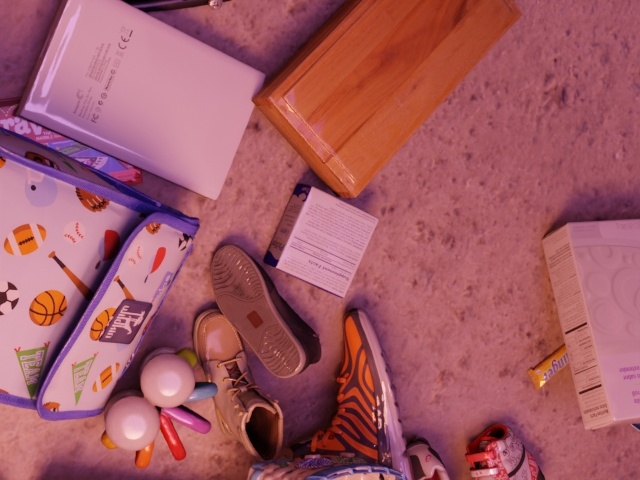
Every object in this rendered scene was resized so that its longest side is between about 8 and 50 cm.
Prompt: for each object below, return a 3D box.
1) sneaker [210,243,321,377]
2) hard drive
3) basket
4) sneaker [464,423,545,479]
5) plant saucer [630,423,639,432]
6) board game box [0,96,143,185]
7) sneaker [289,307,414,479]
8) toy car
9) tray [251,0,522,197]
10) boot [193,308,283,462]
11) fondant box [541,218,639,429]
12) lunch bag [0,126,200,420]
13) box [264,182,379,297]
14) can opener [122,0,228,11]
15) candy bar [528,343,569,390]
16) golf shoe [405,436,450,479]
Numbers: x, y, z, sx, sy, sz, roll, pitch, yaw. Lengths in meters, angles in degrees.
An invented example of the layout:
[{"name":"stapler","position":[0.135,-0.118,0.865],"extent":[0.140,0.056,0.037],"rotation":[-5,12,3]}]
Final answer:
[{"name":"sneaker","position":[-0.084,0.107,1.684],"extent":[0.083,0.118,0.222],"rotation":[-32,81,15]},{"name":"hard drive","position":[-0.246,-0.207,1.563],"extent":[0.307,0.040,0.203],"rotation":[24,84,-29]},{"name":"basket","position":[0.035,0.406,1.519],"extent":[0.255,0.289,0.201],"rotation":[8,101,-49]},{"name":"sneaker","position":[0.268,0.419,1.803],"extent":[0.145,0.090,0.270],"rotation":[57,44,-15]},{"name":"plant saucer","position":[0.593,0.200,1.909],"extent":[0.318,0.044,0.317],"rotation":[6,68,-17]},{"name":"board game box","position":[-0.398,-0.131,1.549],"extent":[0.281,0.027,0.145],"rotation":[-11,100,-19]},{"name":"sneaker","position":[0.032,0.273,1.718],"extent":[0.180,0.124,0.321],"rotation":[-12,80,5]},{"name":"toy car","position":[-0.222,0.244,1.588],"extent":[0.136,0.159,0.182],"rotation":[40,82,-7]},{"name":"tray","position":[0.109,-0.280,1.675],"extent":[0.411,0.076,0.203],"rotation":[-48,111,-16]},{"name":"boot","position":[-0.118,0.213,1.628],"extent":[0.077,0.165,0.213],"rotation":[-17,104,-19]},{"name":"fondant box","position":[0.522,0.132,1.832],"extent":[0.238,0.096,0.330],"rotation":[-3,74,-21]},{"name":"lunch bag","position":[-0.377,0.046,1.463],"extent":[0.385,0.239,0.328],"rotation":[27,94,-38]},{"name":"box","position":[0.000,0.000,1.694],"extent":[0.126,0.072,0.137],"rotation":[25,87,-22]},{"name":"can opener","position":[-0.208,-0.353,1.582],"extent":[0.186,0.073,0.059],"rotation":[-16,142,-15]},{"name":"candy bar","position":[0.426,0.198,1.915],"extent":[0.161,0.018,0.040],"rotation":[-35,108,-12]},{"name":"golf shoe","position":[0.177,0.458,1.803],"extent":[0.105,0.120,0.272],"rotation":[-21,106,-19]}]
